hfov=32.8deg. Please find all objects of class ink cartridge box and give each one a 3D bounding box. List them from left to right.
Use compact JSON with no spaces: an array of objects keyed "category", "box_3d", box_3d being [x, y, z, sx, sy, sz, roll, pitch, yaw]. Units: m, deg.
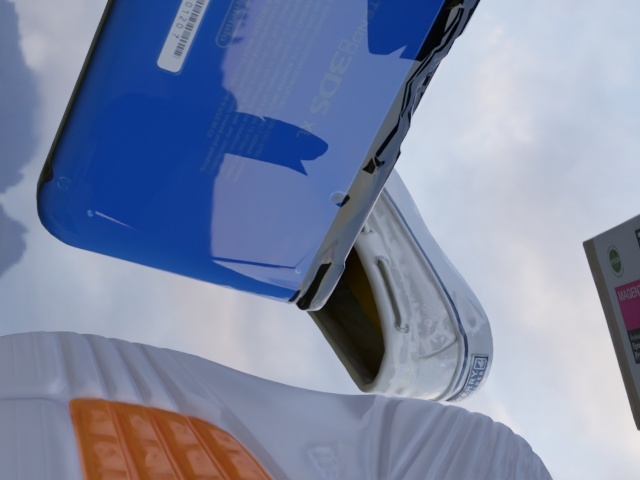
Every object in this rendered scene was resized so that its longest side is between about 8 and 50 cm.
[{"category":"ink cartridge box","box_3d":[0.328,0.060,0.928,0.235,0.088,0.193,126,-50,-76]}]

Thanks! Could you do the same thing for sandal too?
[{"category":"sandal","box_3d":[-0.027,0.110,0.441,0.102,0.265,0.076,-101,-150,-50]}]

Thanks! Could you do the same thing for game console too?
[{"category":"game console","box_3d":[-0.001,-0.128,0.615,0.293,0.250,0.173,-63,-154,20]}]

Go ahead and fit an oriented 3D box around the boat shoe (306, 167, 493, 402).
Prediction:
[{"category":"boat shoe","box_3d":[-0.003,0.008,0.977,0.367,0.156,0.136,60,-44,41]}]
